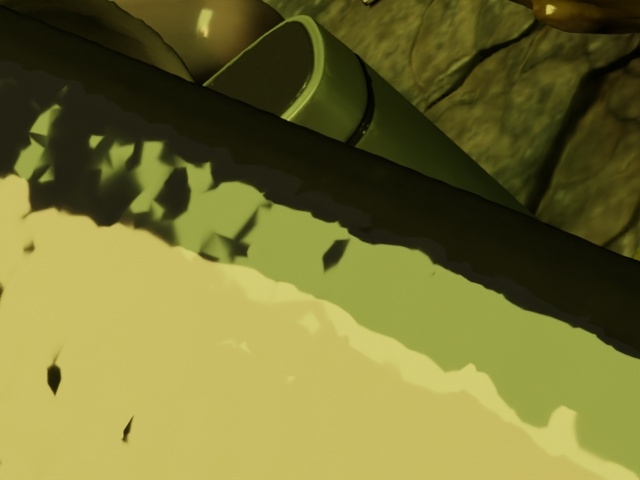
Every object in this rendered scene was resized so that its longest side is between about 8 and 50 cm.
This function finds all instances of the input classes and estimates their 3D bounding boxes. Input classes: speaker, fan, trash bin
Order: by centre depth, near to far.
[{"bbox_3d":[0.032,0.108,0.385,0.388,0.180,0.184,25,75,36],"label":"speaker"},{"bbox_3d":[0.000,0.000,0.684,0.116,0.130,0.059,-38,35,20],"label":"trash bin"},{"bbox_3d":[-0.117,-0.101,0.949,0.244,0.130,0.074,6,82,37],"label":"fan"}]

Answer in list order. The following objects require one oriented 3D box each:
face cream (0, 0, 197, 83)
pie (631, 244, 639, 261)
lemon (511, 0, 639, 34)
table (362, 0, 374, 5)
[{"bbox_3d":[-0.164,-0.012,0.855,0.195,0.175,0.175,-12,50,46],"label":"face cream"},{"bbox_3d":[0.128,0.018,0.614,0.085,0.017,0.085,-32,38,30],"label":"pie"},{"bbox_3d":[0.115,-0.173,0.628,0.240,0.240,0.219,34,116,57],"label":"lemon"},{"bbox_3d":[0.013,-0.169,0.874,0.062,0.083,0.079,-37,34,23],"label":"table"}]
